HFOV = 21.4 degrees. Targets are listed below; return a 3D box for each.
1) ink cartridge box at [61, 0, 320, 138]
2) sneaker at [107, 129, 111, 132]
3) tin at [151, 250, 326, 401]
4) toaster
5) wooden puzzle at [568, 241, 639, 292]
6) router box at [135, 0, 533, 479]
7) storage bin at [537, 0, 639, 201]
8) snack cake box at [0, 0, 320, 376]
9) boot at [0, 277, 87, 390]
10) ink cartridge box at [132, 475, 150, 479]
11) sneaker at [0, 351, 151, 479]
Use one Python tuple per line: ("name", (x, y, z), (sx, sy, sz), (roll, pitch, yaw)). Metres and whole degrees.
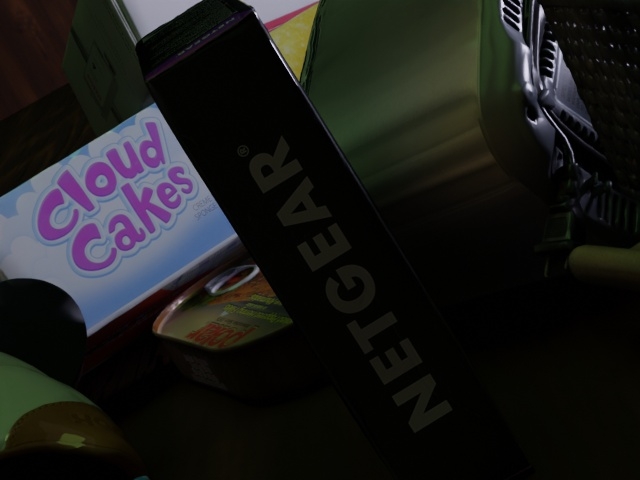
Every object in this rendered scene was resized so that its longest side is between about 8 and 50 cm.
("ink cartridge box", (-0.093, -0.181, 1.422), (0.207, 0.117, 0.283), (-26, -5, -17))
("sneaker", (-0.086, -0.079, 1.331), (0.237, 0.085, 0.086), (-27, -10, 17))
("tin", (-0.019, 0.034, 0.833), (0.106, 0.040, 0.190), (-30, 12, -17))
("toaster", (0.075, -0.063, 0.721), (0.146, 0.129, 0.227), (-23, 48, 45))
("wooden puzzle", (0.226, -0.028, 0.541), (0.239, 0.044, 0.221), (-29, 12, -15))
("router box", (0.000, 0.000, 0.601), (0.046, 0.179, 0.133), (-32, 14, 0))
("storage bin", (0.156, -0.067, 0.540), (0.122, 0.084, 0.180), (-27, 10, -2))
("snack cake box", (-0.072, -0.026, 0.964), (0.264, 0.089, 0.152), (-34, -4, -20))
("boot", (-0.176, 0.126, 0.750), (0.219, 0.082, 0.106), (-54, -6, -26))
("ink cartridge box", (-0.114, 0.160, 0.457), (0.191, 0.082, 0.139), (-30, 13, 5))
("sneaker", (-0.179, 0.152, 0.585), (0.290, 0.106, 0.123), (-45, 36, -23))
